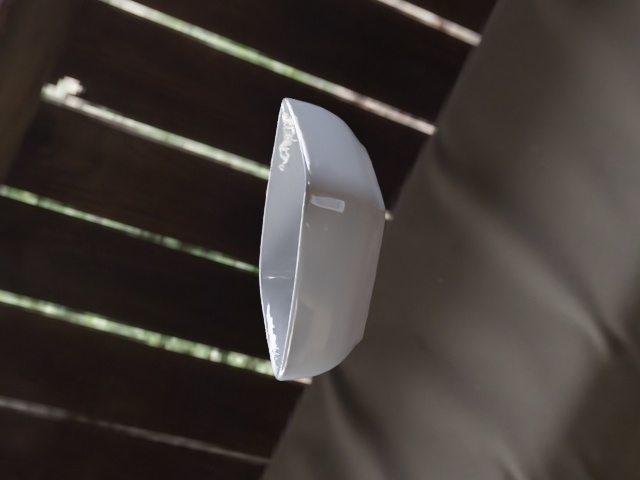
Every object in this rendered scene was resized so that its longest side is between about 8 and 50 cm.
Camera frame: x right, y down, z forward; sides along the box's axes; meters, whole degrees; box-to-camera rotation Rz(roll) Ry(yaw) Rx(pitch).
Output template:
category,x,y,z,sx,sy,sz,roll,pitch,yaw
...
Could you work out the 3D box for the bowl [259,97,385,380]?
category,x,y,z,sx,sy,sz,roll,pitch,yaw
bowl,0.000,0.000,0.811,0.142,0.053,0.142,-104,21,-61
